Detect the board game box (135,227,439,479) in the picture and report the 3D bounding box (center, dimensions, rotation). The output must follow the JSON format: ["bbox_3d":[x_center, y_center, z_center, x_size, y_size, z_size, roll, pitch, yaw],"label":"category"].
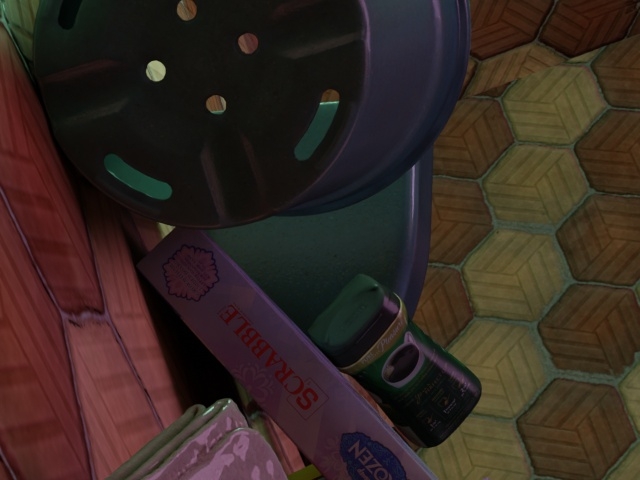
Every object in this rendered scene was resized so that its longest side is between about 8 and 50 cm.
[{"bbox_3d":[0.001,0.146,1.491,0.318,0.066,0.318,46,-2,17],"label":"board game box"}]

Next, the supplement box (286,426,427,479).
[{"bbox_3d":[0.076,0.332,1.728,0.191,0.129,0.194,53,16,-46],"label":"supplement box"}]

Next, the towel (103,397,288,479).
[{"bbox_3d":[-0.050,0.239,0.874,0.187,0.049,0.282,-35,108,-52],"label":"towel"}]

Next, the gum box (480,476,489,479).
[{"bbox_3d":[0.182,0.335,1.700,0.188,0.062,0.107,58,12,-29],"label":"gum box"}]

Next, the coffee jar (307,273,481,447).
[{"bbox_3d":[0.073,0.119,1.707,0.184,0.096,0.079,46,-7,-31],"label":"coffee jar"}]

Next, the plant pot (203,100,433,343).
[{"bbox_3d":[0.000,0.000,1.837,0.247,0.248,0.252,48,38,-79],"label":"plant pot"}]

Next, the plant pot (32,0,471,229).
[{"bbox_3d":[-0.060,-0.159,1.385,0.334,0.341,0.341,-50,120,-76],"label":"plant pot"}]

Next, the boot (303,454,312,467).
[{"bbox_3d":[-0.012,0.170,2.014,0.208,0.076,0.189,-125,-160,-68],"label":"boot"}]
